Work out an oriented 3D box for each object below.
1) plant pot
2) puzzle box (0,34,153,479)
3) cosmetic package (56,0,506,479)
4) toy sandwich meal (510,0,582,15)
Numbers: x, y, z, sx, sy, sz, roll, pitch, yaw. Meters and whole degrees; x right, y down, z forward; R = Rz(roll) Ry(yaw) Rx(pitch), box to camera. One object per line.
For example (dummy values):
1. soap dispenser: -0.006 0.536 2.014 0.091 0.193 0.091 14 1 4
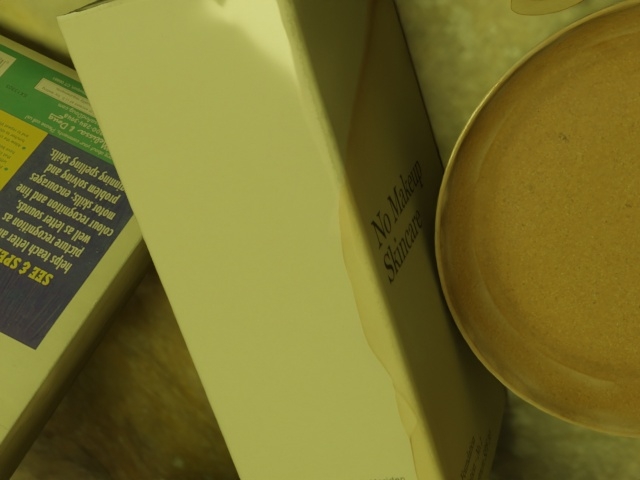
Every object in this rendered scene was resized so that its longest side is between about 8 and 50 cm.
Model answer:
1. plant pot: 0.176 -0.009 0.520 0.236 0.032 0.236 2 112 4
2. puzzle box: -0.300 -0.035 0.563 0.409 0.272 0.052 26 147 6
3. cosmetic package: 0.000 0.000 0.537 0.113 0.160 0.309 -10 112 22
4. toy sandwich meal: 0.111 -0.155 0.500 0.085 0.029 0.085 10 112 25
